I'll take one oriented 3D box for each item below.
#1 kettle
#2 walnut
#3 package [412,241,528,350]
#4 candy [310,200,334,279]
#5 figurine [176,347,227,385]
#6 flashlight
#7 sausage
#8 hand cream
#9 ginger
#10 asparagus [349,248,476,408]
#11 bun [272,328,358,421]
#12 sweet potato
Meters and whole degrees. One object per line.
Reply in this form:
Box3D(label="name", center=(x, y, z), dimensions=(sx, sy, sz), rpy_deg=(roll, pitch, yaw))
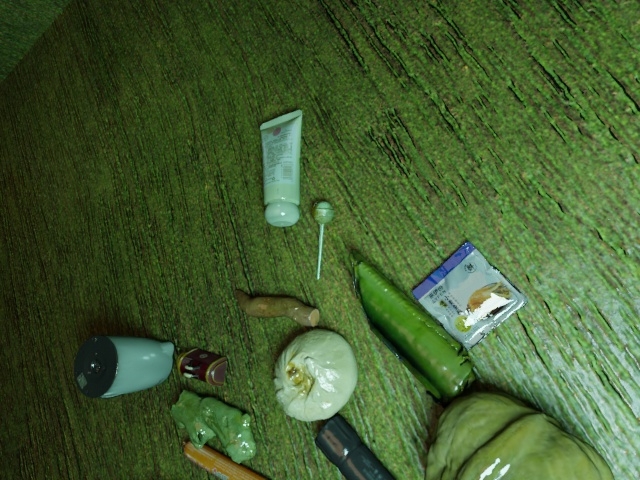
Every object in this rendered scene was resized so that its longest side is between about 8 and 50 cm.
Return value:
Box3D(label="kettle", center=(-0.565, 0.373, 1.250), dimensions=(0.221, 0.236, 0.161), rpy_deg=(-48, 65, 8))
Box3D(label="walnut", center=(0.323, 0.416, 0.739), dimensions=(0.253, 0.282, 0.277), rpy_deg=(18, 99, -10))
Box3D(label="package", center=(0.310, 0.119, 0.920), dimensions=(0.171, 0.027, 0.173), rpy_deg=(-47, 69, 15))
Box3D(label="candy", center=(0.000, 0.000, 1.106), dimensions=(0.061, 0.061, 0.203), rpy_deg=(7, 94, 30))
Box3D(label="figurine", center=(-0.349, 0.358, 1.216), dimensions=(0.154, 0.098, 0.082), rpy_deg=(7, 90, 27))
Box3D(label="flashlight", center=(0.144, 0.550, 0.913), dimensions=(0.424, 0.103, 0.103), rpy_deg=(40, 103, 28))
Box3D(label="sausage", center=(-0.240, 0.605, 1.143), dimensions=(0.347, 0.053, 0.053), rpy_deg=(11, 88, 30))
Box3D(label="hand cream", center=(-0.107, -0.192, 1.162), dimensions=(0.147, 0.093, 0.306), rpy_deg=(-10, 76, 33))
Box3D(label="ginger", center=(-0.288, 0.498, 1.172), dimensions=(0.289, 0.089, 0.137), rpy_deg=(4, 67, 25))
Box3D(label="asparagus", center=(0.171, 0.181, 0.946), dimensions=(0.382, 0.108, 0.128), rpy_deg=(44, 129, 28))
Box3D(label="bun", center=(-0.025, 0.309, 1.010), dimensions=(0.222, 0.127, 0.222), rpy_deg=(-12, 62, 24))
Box3D(label="sweet potato", center=(-0.134, 0.174, 1.143), dimensions=(0.281, 0.059, 0.067), rpy_deg=(4, 76, 28))
